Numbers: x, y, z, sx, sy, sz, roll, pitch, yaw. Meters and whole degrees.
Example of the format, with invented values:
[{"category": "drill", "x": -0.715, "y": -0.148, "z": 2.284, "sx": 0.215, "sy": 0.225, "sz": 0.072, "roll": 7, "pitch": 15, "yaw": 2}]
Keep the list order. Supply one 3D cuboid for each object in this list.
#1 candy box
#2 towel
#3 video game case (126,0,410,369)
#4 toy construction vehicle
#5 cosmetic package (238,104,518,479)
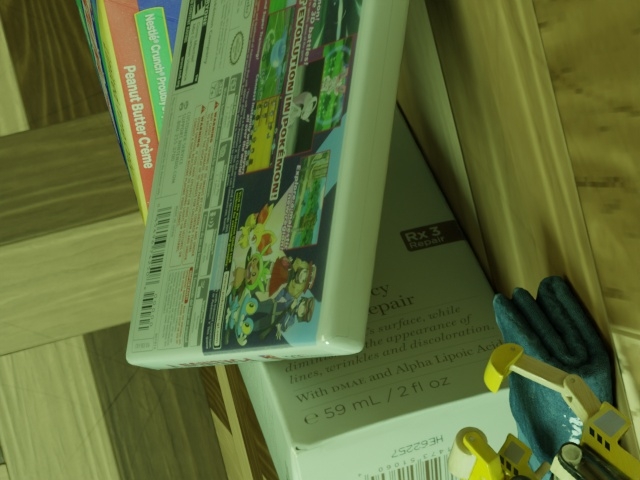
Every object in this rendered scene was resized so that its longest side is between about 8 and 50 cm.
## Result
[{"category": "candy box", "x": -0.128, "y": -0.213, "z": 1.410, "sx": 0.268, "sy": 0.122, "sz": 0.317, "roll": 87, "pitch": 164, "yaw": -54}, {"category": "towel", "x": 0.094, "y": 0.078, "z": 0.739, "sx": 0.067, "sy": 0.029, "sz": 0.119, "roll": -117, "pitch": 15, "yaw": -53}, {"category": "video game case", "x": -0.024, "y": -0.045, "z": 0.840, "sx": 0.183, "sy": 0.023, "sz": 0.201, "roll": -10, "pitch": 68, "yaw": 58}, {"category": "toy construction vehicle", "x": 0.094, "y": 0.090, "z": 0.686, "sx": 0.098, "sy": 0.035, "sz": 0.086, "roll": 41, "pitch": 153, "yaw": 22}, {"category": "cosmetic package", "x": 0.013, "y": 0.030, "z": 0.903, "sx": 0.231, "sy": 0.117, "sz": 0.085, "roll": -115, "pitch": 13, "yaw": -45}]
